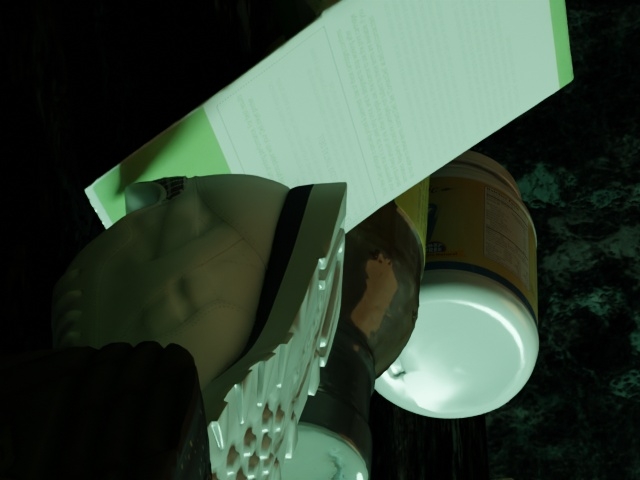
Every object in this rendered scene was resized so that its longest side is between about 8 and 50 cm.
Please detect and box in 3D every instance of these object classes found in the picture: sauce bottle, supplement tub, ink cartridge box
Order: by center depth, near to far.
[{"bbox_3d":[0.003,-0.066,0.831,0.056,0.235,0.171,52,-9,28],"label":"ink cartridge box"},{"bbox_3d":[0.000,0.000,0.982,0.344,0.111,0.111,-80,164,-52],"label":"sauce bottle"},{"bbox_3d":[0.104,0.031,1.532,0.199,0.144,0.144,-83,166,-52],"label":"supplement tub"}]

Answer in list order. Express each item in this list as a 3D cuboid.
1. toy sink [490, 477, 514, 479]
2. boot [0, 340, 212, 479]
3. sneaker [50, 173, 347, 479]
[{"bbox_3d":[0.036,0.221,1.048,0.234,0.131,0.152,-3,89,-77],"label":"toy sink"},{"bbox_3d":[-0.062,0.187,0.403,0.338,0.118,0.222,-64,148,-63],"label":"boot"},{"bbox_3d":[-0.056,0.052,0.655,0.235,0.095,0.090,-66,165,-58],"label":"sneaker"}]
